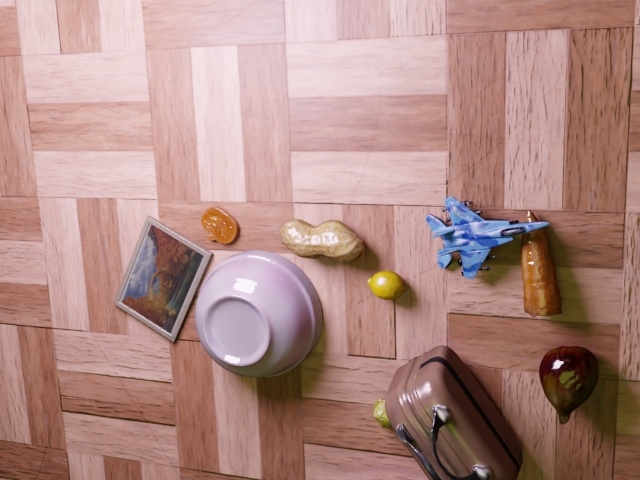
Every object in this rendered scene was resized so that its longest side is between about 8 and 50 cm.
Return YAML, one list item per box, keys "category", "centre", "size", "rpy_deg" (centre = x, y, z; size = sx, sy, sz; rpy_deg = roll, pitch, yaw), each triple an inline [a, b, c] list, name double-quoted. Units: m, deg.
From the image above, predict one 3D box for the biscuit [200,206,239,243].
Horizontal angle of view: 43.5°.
- category: "biscuit"
  centre: [-0.225, -0.030, 1.778]
  size: [0.091, 0.015, 0.078]
  rpy_deg: [42, 114, 7]

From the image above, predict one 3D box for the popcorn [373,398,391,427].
- category: "popcorn"
  centre: [0.140, 0.369, 1.716]
  size: [0.083, 0.068, 0.060]
  rpy_deg: [-15, 71, 59]

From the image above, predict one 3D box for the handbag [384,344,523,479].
- category: "handbag"
  centre: [0.252, 0.379, 1.552]
  size: [0.149, 0.283, 0.302]
  rpy_deg: [-33, 90, 25]

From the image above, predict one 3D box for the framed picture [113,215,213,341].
- category: "framed picture"
  centre: [-0.368, 0.090, 1.859]
  size: [0.184, 0.016, 0.250]
  rpy_deg: [31, 111, 10]

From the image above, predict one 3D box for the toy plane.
- category: "toy plane"
  centre: [0.322, -0.015, 1.541]
  size: [0.246, 0.078, 0.169]
  rpy_deg: [-13, 98, 29]

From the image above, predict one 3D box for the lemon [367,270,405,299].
- category: "lemon"
  centre: [0.135, 0.092, 1.649]
  size: [0.083, 0.062, 0.062]
  rpy_deg: [13, 107, 18]

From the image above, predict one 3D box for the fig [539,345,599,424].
- category: "fig"
  centre: [0.478, 0.280, 1.545]
  size: [0.109, 0.103, 0.155]
  rpy_deg: [1, 95, 43]

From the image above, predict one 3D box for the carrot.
- category: "carrot"
  centre: [0.416, 0.042, 1.539]
  size: [0.072, 0.072, 0.205]
  rpy_deg: [-7, 92, 22]

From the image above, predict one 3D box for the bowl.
- category: "bowl"
  centre: [-0.154, 0.174, 1.732]
  size: [0.286, 0.144, 0.287]
  rpy_deg: [5, 104, 20]

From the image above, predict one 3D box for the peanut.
- category: "peanut"
  centre: [0.000, -0.002, 1.667]
  size: [0.192, 0.089, 0.089]
  rpy_deg: [6, 105, 18]
